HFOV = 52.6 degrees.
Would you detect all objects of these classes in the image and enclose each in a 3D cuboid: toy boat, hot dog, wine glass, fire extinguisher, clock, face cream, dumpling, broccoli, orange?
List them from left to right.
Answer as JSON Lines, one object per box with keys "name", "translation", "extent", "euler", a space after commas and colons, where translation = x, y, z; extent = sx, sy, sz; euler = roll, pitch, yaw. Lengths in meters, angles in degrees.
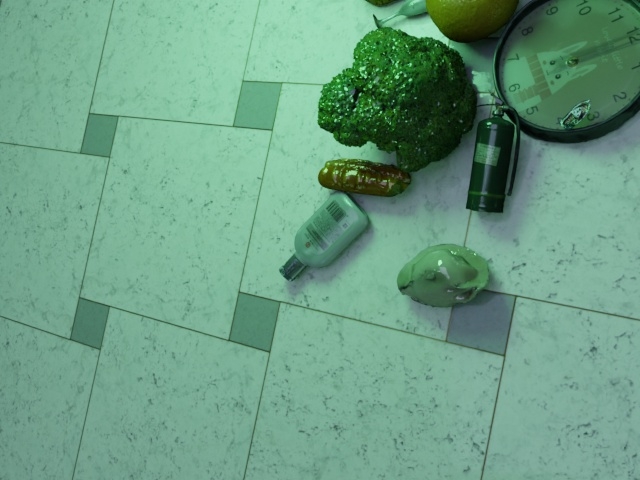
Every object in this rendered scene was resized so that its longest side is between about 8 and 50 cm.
{"name": "face cream", "translation": [0.000, 0.000, 1.804], "extent": [0.291, 0.071, 0.144], "euler": [-47, 62, 13]}
{"name": "hot dog", "translation": [0.120, -0.174, 1.755], "extent": [0.269, 0.115, 0.072], "euler": [8, 123, 27]}
{"name": "broccoli", "translation": [0.211, -0.352, 1.628], "extent": [0.414, 0.310, 0.321], "euler": [-33, 54, -16]}
{"name": "wine glass", "translation": [0.245, -0.636, 1.777], "extent": [0.198, 0.066, 0.066], "euler": [-20, 74, 21]}
{"name": "dumpling", "translation": [0.306, 0.075, 1.620], "extent": [0.247, 0.142, 0.172], "euler": [1, 48, 34]}
{"name": "orange", "translation": [0.381, -0.610, 1.614], "extent": [0.236, 0.236, 0.236], "euler": [-4, 81, 27]}
{"name": "fire extinguisher", "translation": [0.420, -0.216, 1.575], "extent": [0.118, 0.093, 0.294], "euler": [10, 100, 24]}
{"name": "clock", "translation": [0.602, -0.426, 1.549], "extent": [0.387, 0.076, 0.385], "euler": [-4, 81, 27]}
{"name": "toy boat", "translation": [0.584, -0.289, 1.476], "extent": [0.083, 0.038, 0.038], "euler": [-48, 65, 14]}

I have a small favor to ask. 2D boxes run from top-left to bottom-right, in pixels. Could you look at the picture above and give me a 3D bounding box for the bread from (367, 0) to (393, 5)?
{"name": "bread", "translation": [0.184, -0.786, 1.785], "extent": [0.254, 0.142, 0.227], "euler": [-26, 70, 19]}
